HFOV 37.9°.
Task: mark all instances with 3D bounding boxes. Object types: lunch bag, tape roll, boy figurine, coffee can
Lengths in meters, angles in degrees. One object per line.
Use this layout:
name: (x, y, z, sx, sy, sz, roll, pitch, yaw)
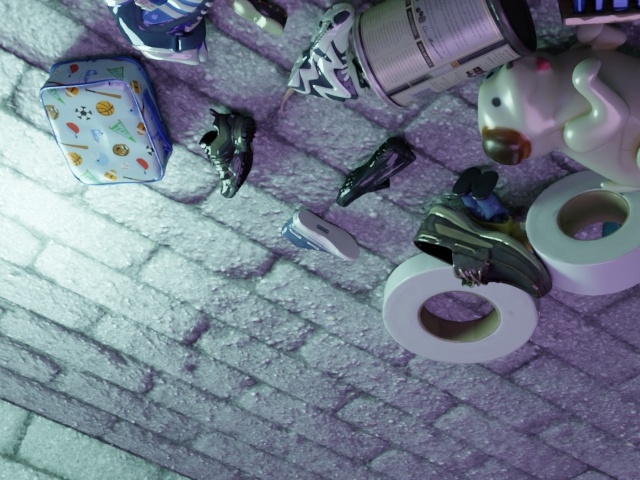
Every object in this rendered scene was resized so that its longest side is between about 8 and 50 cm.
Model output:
lunch bag: (-0.452, -0.251, 2.025, 0.243, 0.115, 0.303, -5, 134, 11)
tape roll: (0.352, 0.171, 2.353, 0.392, 0.072, 0.392, 5, 136, 4)
tape roll: (0.583, -0.023, 1.959, 0.286, 0.286, 0.100, -11, 132, 20)
boy figurine: (0.408, -0.035, 2.099, 0.177, 0.092, 0.285, 14, 152, 49)
coffee can: (0.226, -0.382, 1.704, 0.275, 0.201, 0.201, -21, 129, 28)

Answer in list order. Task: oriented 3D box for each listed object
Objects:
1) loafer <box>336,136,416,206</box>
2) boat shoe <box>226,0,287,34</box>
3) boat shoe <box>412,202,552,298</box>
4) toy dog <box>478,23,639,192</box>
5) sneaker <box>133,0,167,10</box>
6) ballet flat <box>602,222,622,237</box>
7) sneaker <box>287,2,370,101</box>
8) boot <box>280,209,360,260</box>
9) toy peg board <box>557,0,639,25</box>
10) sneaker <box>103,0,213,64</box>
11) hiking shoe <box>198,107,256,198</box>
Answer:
loafer: (0.119, -0.138, 2.067, 0.078, 0.076, 0.223, 37, 127, -16)
boat shoe: (-0.125, -0.451, 1.811, 0.133, 0.042, 0.049, 28, 154, -19)
boat shoe: (0.346, 0.047, 2.038, 0.355, 0.130, 0.132, 33, 165, 44)
toy dog: (0.505, -0.255, 1.777, 0.408, 0.284, 0.395, 8, 157, 3)
sneaker: (-0.309, -0.574, 1.607, 0.147, 0.130, 0.330, -22, 99, 8)
ballet flat: (0.686, 0.019, 2.152, 0.073, 0.080, 0.232, -17, 140, -13)
sneaker: (0.049, -0.356, 1.841, 0.153, 0.094, 0.235, 23, 135, -16)
boot: (0.000, 0.000, 2.248, 0.190, 0.069, 0.086, 35, 138, -14)
toy peg board: (0.502, -0.444, 1.634, 0.161, 0.160, 0.079, -2, 120, 12)
sneaker: (-0.237, -0.452, 1.781, 0.323, 0.130, 0.236, -15, 141, 18)
hiking shoe: (-0.212, -0.196, 2.075, 0.114, 0.086, 0.227, 21, 131, 7)
